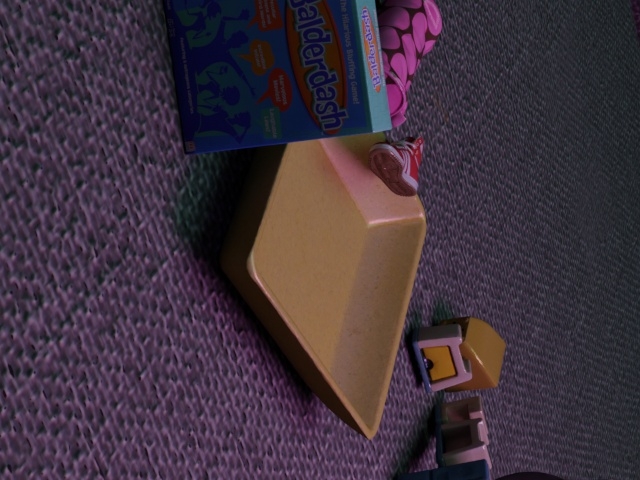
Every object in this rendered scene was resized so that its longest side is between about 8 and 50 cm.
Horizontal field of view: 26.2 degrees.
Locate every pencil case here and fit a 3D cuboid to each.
[{"bbox_3d":[0.095,-0.235,1.741,0.098,0.095,0.209,40,44,-13],"label":"pencil case"}]

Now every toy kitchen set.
[{"bbox_3d":[0.143,0.231,1.774,0.207,0.122,0.166,-84,159,-65],"label":"toy kitchen set"}]

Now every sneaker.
[{"bbox_3d":[0.087,-0.103,1.582,0.118,0.042,0.067,49,47,-60],"label":"sneaker"}]

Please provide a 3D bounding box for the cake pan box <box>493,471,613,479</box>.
[{"bbox_3d":[0.266,0.435,1.800,0.070,0.245,0.267,57,39,-44],"label":"cake pan box"}]

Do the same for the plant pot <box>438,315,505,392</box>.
[{"bbox_3d":[0.198,0.150,1.894,0.083,0.081,0.081,56,37,-35],"label":"plant pot"}]

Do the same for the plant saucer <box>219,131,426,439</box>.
[{"bbox_3d":[0.000,0.000,1.529,0.333,0.081,0.333,58,37,-43],"label":"plant saucer"}]

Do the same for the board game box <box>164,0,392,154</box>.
[{"bbox_3d":[-0.043,-0.173,1.328,0.047,0.210,0.160,-19,102,-62],"label":"board game box"}]
